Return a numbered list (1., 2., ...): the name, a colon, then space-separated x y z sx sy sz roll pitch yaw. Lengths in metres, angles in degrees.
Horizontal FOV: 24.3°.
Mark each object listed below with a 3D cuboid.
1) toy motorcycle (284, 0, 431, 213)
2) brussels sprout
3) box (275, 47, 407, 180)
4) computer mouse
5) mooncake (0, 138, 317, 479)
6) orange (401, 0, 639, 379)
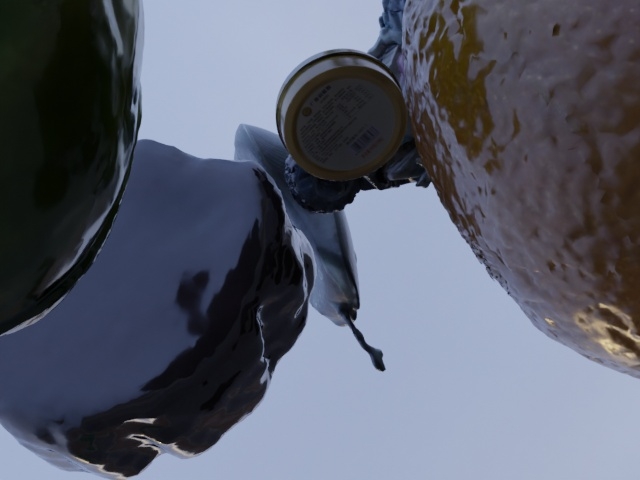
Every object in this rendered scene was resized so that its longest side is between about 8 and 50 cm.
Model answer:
1. toy motorcycle: 0.065 -0.141 1.418 0.239 0.108 0.204 -17 -80 -41
2. brussels sprout: -0.274 -0.098 0.959 0.425 0.361 0.342 -51 -32 15
3. box: 0.017 -0.100 1.184 0.105 0.037 0.106 -6 -59 -11
4. computer mouse: 0.000 0.000 1.870 0.090 0.379 0.167 -25 -21 -17
5. mooncake: -0.205 0.054 1.502 0.351 0.381 0.212 -49 -29 -9
6. orange: 0.219 -0.086 0.890 0.322 0.357 0.322 -40 -14 -12
